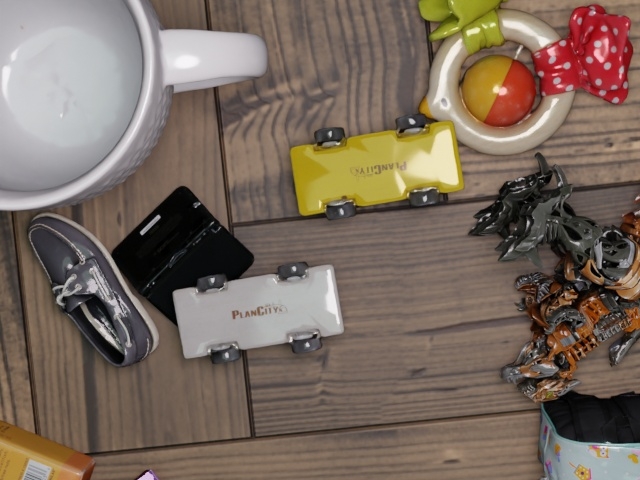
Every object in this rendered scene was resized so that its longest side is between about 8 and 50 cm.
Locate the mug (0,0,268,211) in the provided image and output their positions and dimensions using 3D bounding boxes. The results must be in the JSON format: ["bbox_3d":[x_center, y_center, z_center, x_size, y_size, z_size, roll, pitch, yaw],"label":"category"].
[{"bbox_3d":[-0.241,-0.174,1.560,0.374,0.328,0.276,-6,91,2],"label":"mug"}]

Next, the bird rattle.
[{"bbox_3d":[0.220,-0.195,1.672,0.254,0.143,0.206,23,104,-12],"label":"bird rattle"}]

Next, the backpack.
[{"bbox_3d":[0.322,0.243,1.620,0.166,0.188,0.144,2,91,1],"label":"backpack"}]

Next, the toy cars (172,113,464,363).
[{"bbox_3d":[0.000,0.000,1.681,0.176,0.087,0.393,40,95,6],"label":"toy cars"}]

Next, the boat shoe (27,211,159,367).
[{"bbox_3d":[-0.267,0.057,1.686,0.075,0.065,0.206,-38,92,33],"label":"boat shoe"}]

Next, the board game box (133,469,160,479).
[{"bbox_3d":[-0.172,0.459,1.682,0.208,0.056,0.346,-38,90,-21],"label":"board game box"}]

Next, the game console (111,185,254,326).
[{"bbox_3d":[-0.160,0.019,1.719,0.122,0.071,0.107,-44,60,2],"label":"game console"}]

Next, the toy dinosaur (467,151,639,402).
[{"bbox_3d":[0.293,0.020,1.662,0.218,0.164,0.322,34,74,-13],"label":"toy dinosaur"}]

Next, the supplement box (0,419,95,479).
[{"bbox_3d":[-0.382,0.247,1.699,0.233,0.078,0.080,23,95,2],"label":"supplement box"}]
